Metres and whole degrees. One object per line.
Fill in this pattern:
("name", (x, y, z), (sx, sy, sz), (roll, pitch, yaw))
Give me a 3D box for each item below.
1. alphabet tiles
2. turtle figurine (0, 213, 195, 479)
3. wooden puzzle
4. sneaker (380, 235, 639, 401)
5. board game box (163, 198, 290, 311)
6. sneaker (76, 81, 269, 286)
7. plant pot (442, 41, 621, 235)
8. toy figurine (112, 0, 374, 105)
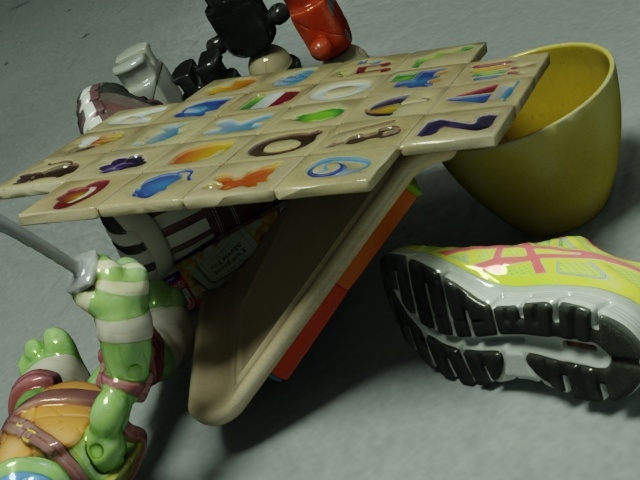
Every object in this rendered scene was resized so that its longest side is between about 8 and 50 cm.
("alphabet tiles", (-0.030, -0.076, 0.796), (0.343, 0.011, 0.285), (-5, 22, 23))
("turtle figurine", (-0.187, 0.068, 0.750), (0.197, 0.275, 0.266), (-60, 0, 9))
("wooden puzzle", (0.000, 0.000, 0.823), (0.238, 0.044, 0.221), (-50, 15, 14))
("sneaker", (0.124, 0.035, 0.706), (0.094, 0.081, 0.208), (-35, 31, -32))
("board game box", (-0.060, -0.025, 1.010), (0.193, 0.045, 0.147), (-29, 26, -1))
("sneaker", (-0.105, -0.073, 0.992), (0.163, 0.106, 0.281), (-24, 36, -2))
("plant pot", (0.151, -0.061, 0.817), (0.134, 0.095, 0.134), (-23, 27, 12))
("toy figurine", (-0.073, -0.158, 1.167), (0.209, 0.148, 0.213), (-47, 34, -23))
